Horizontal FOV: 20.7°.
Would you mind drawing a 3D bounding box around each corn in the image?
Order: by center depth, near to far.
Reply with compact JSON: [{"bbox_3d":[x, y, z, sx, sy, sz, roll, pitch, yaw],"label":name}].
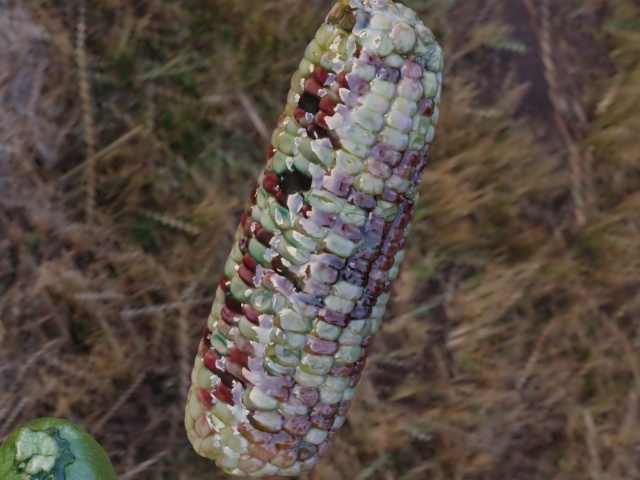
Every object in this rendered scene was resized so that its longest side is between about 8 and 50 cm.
[{"bbox_3d":[0.000,0.000,0.870,0.086,0.086,0.253,5,109,-39],"label":"corn"}]

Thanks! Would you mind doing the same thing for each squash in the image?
[{"bbox_3d":[-0.217,0.211,1.462,0.101,0.379,0.101,1,73,-3],"label":"squash"}]
